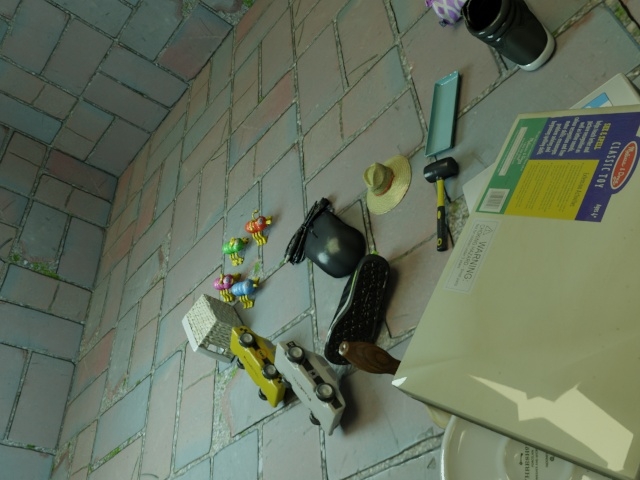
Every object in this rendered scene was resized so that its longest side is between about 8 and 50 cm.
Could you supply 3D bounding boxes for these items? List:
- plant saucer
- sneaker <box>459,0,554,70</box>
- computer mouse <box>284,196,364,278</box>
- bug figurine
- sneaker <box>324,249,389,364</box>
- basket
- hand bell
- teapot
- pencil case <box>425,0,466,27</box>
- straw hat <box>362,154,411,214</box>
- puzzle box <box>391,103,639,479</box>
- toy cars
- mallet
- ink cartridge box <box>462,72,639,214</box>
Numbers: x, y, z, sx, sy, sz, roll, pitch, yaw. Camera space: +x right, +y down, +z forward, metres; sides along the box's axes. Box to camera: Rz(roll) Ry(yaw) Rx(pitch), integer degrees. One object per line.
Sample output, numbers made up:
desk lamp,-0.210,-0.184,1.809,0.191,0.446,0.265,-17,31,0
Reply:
plant saucer,0.254,-0.260,1.189,0.067,0.018,0.191,-18,54,49
sneaker,0.324,-0.441,1.097,0.104,0.147,0.295,-48,34,27
computer mouse,0.000,0.000,1.320,0.188,0.072,0.272,-61,32,2
bug figurine,-0.222,0.056,1.603,0.216,0.072,0.278,-24,50,46
sneaker,0.076,0.133,1.133,0.097,0.084,0.234,177,118,-84
basket,-0.281,0.228,1.525,0.103,0.113,0.167,-57,32,6
hand bell,0.121,0.191,0.842,0.126,0.242,0.126,-35,42,39
teapot,0.267,0.264,0.634,0.256,0.187,0.252,-47,39,-2
pencil case,0.324,-0.563,1.242,0.206,0.088,0.086,-41,38,31
straw hat,0.125,-0.133,1.244,0.144,0.061,0.144,-34,42,38
puzzle box,0.275,0.022,0.633,0.272,0.052,0.408,9,65,50
toy cars,-0.062,0.266,1.190,0.394,0.087,0.176,1,110,56
mallet,0.232,-0.072,1.075,0.062,0.039,0.189,-29,50,40
ink cartridge box,0.365,-0.059,0.838,0.296,0.066,0.261,-39,39,34
